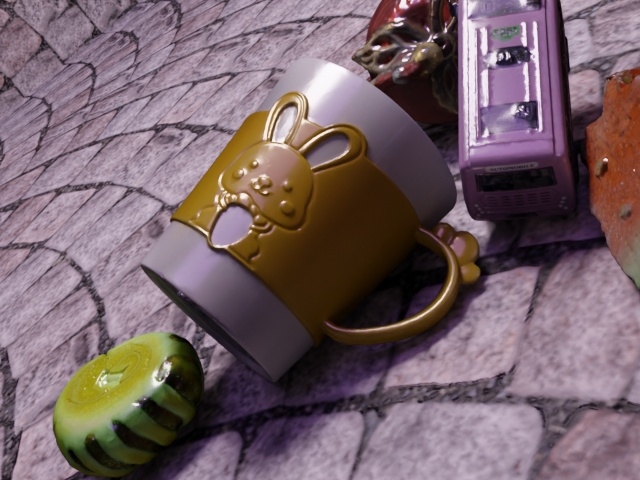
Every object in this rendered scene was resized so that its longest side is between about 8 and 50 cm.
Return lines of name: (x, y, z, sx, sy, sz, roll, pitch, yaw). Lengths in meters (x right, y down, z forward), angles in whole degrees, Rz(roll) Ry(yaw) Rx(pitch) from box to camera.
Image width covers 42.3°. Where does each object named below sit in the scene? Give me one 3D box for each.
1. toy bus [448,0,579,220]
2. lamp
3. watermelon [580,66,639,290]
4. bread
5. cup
toy bus: (0.156, -0.121, 0.672, 0.096, 0.108, 0.199, -5, 63, 18)
lamp: (0.133, -0.211, 0.844, 0.215, 0.151, 0.223, -22, 29, 12)
watermelon: (0.268, -0.080, 0.572, 0.192, 0.140, 0.257, -21, 23, 7)
bread: (-0.158, 0.138, 0.697, 0.139, 0.071, 0.130, -38, 26, -4)
cup: (0.000, 0.000, 0.669, 0.241, 0.185, 0.226, 35, 75, 26)
